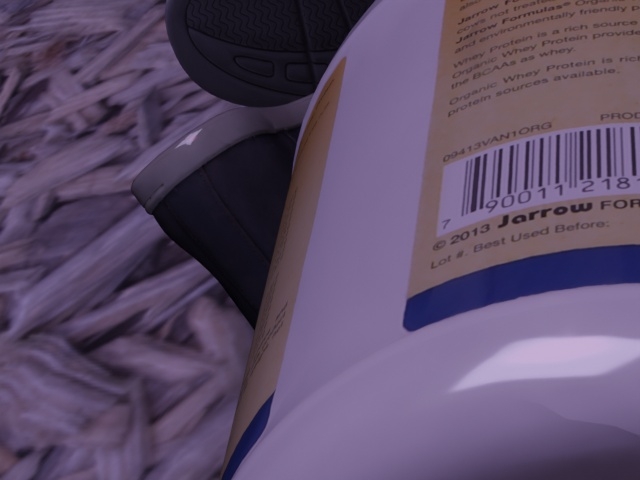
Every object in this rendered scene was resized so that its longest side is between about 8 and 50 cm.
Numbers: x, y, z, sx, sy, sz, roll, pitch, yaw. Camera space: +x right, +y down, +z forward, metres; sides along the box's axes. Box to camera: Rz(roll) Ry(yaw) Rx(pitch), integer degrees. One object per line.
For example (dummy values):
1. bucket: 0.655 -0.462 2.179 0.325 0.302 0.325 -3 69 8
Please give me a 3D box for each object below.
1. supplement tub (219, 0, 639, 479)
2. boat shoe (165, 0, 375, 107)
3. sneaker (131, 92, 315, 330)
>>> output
1. supplement tub: 0.094 0.033 0.585 0.228 0.228 0.316 -17 30 19
2. boat shoe: 0.072 -0.159 1.056 0.320 0.118 0.103 -21 22 4
3. sneaker: 0.000 0.000 0.899 0.083 0.118 0.222 -36 -6 24
